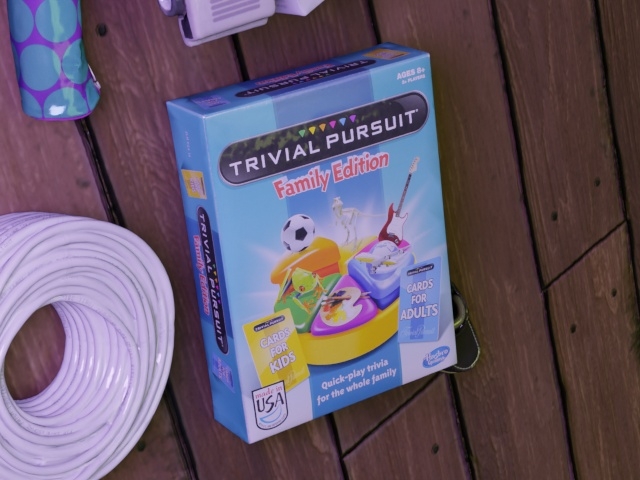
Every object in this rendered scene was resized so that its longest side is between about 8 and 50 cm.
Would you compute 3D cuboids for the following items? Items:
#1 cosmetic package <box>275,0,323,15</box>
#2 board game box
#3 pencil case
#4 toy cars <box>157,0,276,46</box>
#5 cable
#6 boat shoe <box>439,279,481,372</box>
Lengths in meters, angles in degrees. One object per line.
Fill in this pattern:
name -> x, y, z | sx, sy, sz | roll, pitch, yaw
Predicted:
cosmetic package -> 0.005, -0.307, 1.459 | 0.231, 0.117, 0.085 | -44, 129, -29
board game box -> 0.000, 0.000, 1.520 | 0.253, 0.079, 0.336 | -19, 114, -27
pencil case -> -0.223, -0.180, 1.288 | 0.070, 0.064, 0.152 | -13, 111, -27
toy cars -> -0.053, -0.355, 1.281 | 0.176, 0.087, 0.394 | 23, 83, -28
cable -> -0.239, 0.101, 1.329 | 0.257, 0.089, 0.257 | -22, 115, -42
boat shoe -> 0.127, 0.083, 1.721 | 0.080, 0.073, 0.223 | -54, 132, -19
